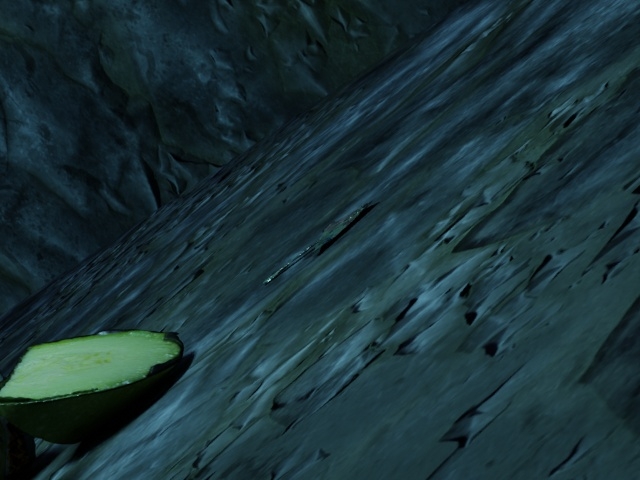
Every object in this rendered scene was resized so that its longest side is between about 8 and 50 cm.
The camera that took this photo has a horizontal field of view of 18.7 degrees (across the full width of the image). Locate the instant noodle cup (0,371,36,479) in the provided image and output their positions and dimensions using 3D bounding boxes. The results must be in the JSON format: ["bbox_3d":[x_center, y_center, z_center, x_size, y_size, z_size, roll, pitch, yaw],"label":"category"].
[{"bbox_3d":[-0.374,0.205,2.009,0.125,0.178,0.208,-24,32,-27],"label":"instant noodle cup"}]

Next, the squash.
[{"bbox_3d":[-0.223,0.158,1.965,0.184,0.085,0.192,-6,16,8],"label":"squash"}]

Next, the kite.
[{"bbox_3d":[0.000,0.000,2.075,0.152,0.005,0.137,-35,6,14],"label":"kite"}]

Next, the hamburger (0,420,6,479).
[{"bbox_3d":[-0.417,0.249,1.835,0.308,0.211,0.132,-26,-19,31],"label":"hamburger"}]
